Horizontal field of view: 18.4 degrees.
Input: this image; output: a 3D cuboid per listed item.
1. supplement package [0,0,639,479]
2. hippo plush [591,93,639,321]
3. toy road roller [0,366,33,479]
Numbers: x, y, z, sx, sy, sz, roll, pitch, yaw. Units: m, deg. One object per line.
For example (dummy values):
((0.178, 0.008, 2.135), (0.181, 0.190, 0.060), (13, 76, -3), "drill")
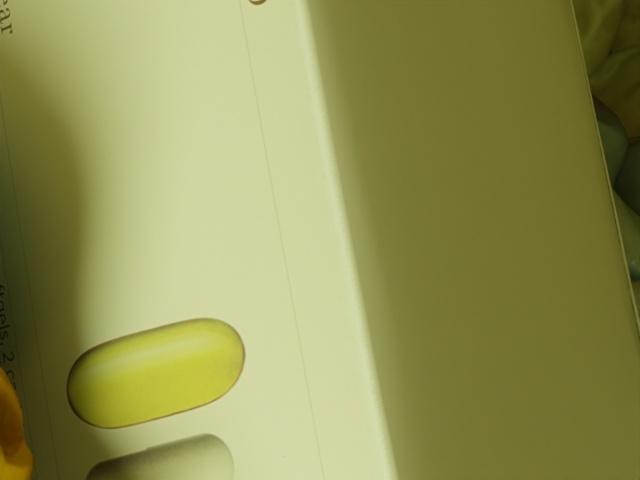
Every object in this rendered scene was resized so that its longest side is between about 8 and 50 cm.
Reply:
((0.000, 0.000, 0.677), (0.145, 0.262, 0.204), (-17, 168, 30), "supplement package")
((0.107, 0.091, 0.864), (0.236, 0.294, 0.234), (-53, 153, 20), "hippo plush")
((-0.185, 0.136, 0.589), (0.202, 0.240, 0.329), (-16, 143, -34), "toy road roller")
